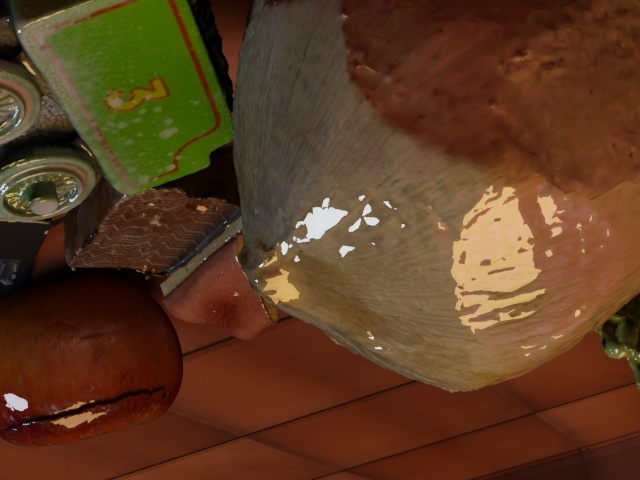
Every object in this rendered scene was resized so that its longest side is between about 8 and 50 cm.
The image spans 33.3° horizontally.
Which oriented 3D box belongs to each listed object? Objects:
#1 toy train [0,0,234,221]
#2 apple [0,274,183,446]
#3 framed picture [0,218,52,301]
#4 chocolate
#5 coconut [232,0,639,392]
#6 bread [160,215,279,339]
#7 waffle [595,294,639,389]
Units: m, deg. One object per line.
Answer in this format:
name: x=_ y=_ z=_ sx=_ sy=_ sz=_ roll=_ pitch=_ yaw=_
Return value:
toy train: x=-0.207 y=-0.152 z=0.881 sx=0.249 sy=0.173 sz=0.307 roll=-20 pitch=154 yaw=-2
apple: x=-0.321 y=0.159 z=1.412 sx=0.272 sy=0.206 sz=0.251 roll=-13 pitch=172 yaw=-1
framed picture: x=-0.516 y=0.024 z=1.275 sx=0.339 sy=0.014 sz=0.255 roll=3 pitch=151 yaw=-27
chocolate: x=-0.189 y=-0.039 z=1.190 sx=0.148 sy=0.093 sz=0.214 roll=6 pitch=150 yaw=-35
coconut: x=0.091 y=-0.065 z=0.865 sx=0.405 sy=0.404 sz=0.404 roll=-9 pitch=154 yaw=-5
bread: x=-0.098 y=0.052 z=1.214 sx=0.119 sy=0.067 sz=0.192 roll=41 pitch=139 yaw=-14
waffle: x=0.487 y=0.076 z=1.492 sx=0.317 sy=0.297 sz=0.073 roll=-5 pitch=140 yaw=-26
